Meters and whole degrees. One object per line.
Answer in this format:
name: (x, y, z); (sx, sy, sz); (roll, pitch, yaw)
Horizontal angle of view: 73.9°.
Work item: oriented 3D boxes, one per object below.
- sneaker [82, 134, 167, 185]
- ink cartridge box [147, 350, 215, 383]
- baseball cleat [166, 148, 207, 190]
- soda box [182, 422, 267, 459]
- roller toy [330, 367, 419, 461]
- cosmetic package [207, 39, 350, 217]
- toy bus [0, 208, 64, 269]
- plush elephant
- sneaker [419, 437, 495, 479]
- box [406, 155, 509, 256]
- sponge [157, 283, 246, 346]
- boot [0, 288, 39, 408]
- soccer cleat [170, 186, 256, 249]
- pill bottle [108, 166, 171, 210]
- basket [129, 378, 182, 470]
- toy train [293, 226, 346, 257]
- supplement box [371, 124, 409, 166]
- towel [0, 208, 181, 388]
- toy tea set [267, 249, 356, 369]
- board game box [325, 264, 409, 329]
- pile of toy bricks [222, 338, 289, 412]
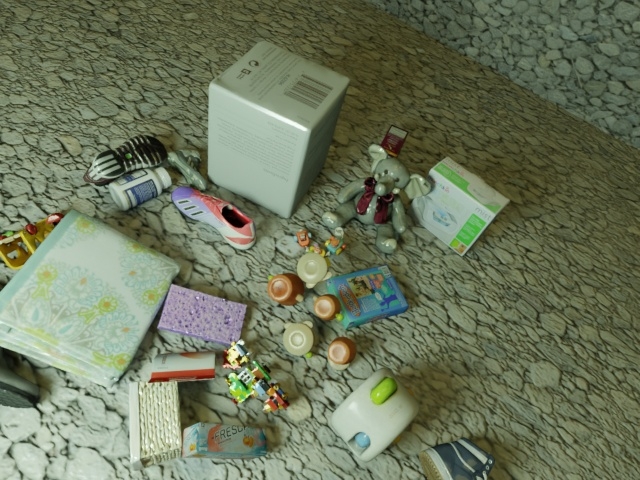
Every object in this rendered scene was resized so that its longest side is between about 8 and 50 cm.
sneaker: (-0.643, -0.252, 1.373); (0.106, 0.163, 0.281); (64, 33, -10)
ink cartridge box: (-0.321, 0.294, 1.000); (0.146, 0.179, 0.045); (1, 81, -14)
baseball cleat: (-0.434, -0.254, 1.457); (0.206, 0.072, 0.109); (41, 54, 16)
soda box: (-0.206, 0.441, 0.932); (0.183, 0.063, 0.058); (26, 43, -40)
roller toy: (0.135, 0.418, 1.017); (0.191, 0.209, 0.146); (-44, 70, 1)
cosmetic package: (-0.148, -0.358, 1.406); (0.328, 0.393, 0.329); (26, 51, 5)
toy bus: (-0.759, 0.001, 1.150); (0.202, 0.191, 0.104); (-34, 111, -33)
plush elephant: (0.211, -0.164, 1.441); (0.272, 0.255, 0.330); (30, 51, 9)
sneaker: (0.366, 0.606, 0.991); (0.153, 0.099, 0.282); (-13, 55, -21)
box: (0.476, -0.120, 1.497); (0.262, 0.231, 0.127); (42, 54, 17)
sponge: (-0.310, 0.201, 1.130); (0.210, 0.031, 0.117); (19, 58, -17)
boot: (-0.749, 0.225, 0.982); (0.338, 0.118, 0.222); (27, 45, -1)
soccer cleat: (-0.333, -0.096, 1.332); (0.318, 0.116, 0.108); (33, 52, 11)
pill bottle: (-0.563, -0.169, 1.341); (0.169, 0.094, 0.094); (-34, 68, -33)
basket: (-0.365, 0.403, 0.944); (0.103, 0.113, 0.167); (-2, 54, -21)
toy train: (0.000, 0.000, 1.373); (0.167, 0.046, 0.125); (-10, 63, -4)
supplement box: (0.280, -0.367, 1.715); (0.081, 0.104, 0.188); (25, 50, 5)
towel: (-0.568, 0.133, 1.054); (0.321, 0.090, 0.374); (34, 48, -20)
toy tea set: (-0.020, 0.206, 1.193); (0.200, 0.124, 0.335); (-22, 76, 10)
board game box: (0.141, 0.168, 1.301); (0.210, 0.047, 0.160); (-10, 57, -22)
pile of toy bricks: (-0.179, 0.355, 1.048); (0.105, 0.118, 0.212); (-43, 80, -2)
